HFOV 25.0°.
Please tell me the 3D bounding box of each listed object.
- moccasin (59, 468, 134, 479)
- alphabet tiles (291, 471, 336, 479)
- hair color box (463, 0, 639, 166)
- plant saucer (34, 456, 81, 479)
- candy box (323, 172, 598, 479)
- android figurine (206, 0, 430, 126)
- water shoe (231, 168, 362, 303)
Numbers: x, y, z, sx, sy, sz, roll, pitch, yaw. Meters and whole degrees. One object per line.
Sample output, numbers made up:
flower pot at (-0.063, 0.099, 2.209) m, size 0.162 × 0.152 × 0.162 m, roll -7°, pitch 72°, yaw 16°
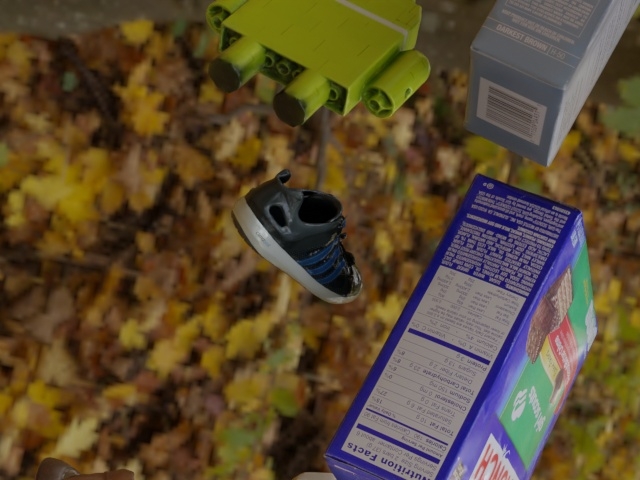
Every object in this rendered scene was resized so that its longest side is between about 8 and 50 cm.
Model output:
moccasin at (-0.158, 0.385, 1.275) m, size 0.139 × 0.147 × 0.380 m, roll 100°, pitch -27°, yaw -56°
alphabet tiles at (0.038, 0.389, 1.528) m, size 0.021 × 0.278 × 0.284 m, roll -34°, pitch -126°, yaw 51°
hair color box at (0.290, -0.288, 1.567) m, size 0.374 × 0.113 × 0.185 m, roll -59°, pitch 166°, yaw -18°
plant saucer at (-0.314, 0.353, 1.817) m, size 0.168 × 0.029 × 0.168 m, roll -15°, pitch 90°, yaw -81°
candy box at (0.150, 0.143, 1.394) m, size 0.317 × 0.122 × 0.268 m, roll -60°, pitch 154°, yaw -20°
android figurine at (0.003, -0.228, 1.596) m, size 0.273 × 0.248 × 0.056 m, roll -48°, pitch 159°, yaw -41°
water shoe at (0.000, 0.000, 1.382) m, size 0.203 × 0.080 × 0.073 m, roll 32°, pitch 24°, yaw -53°
